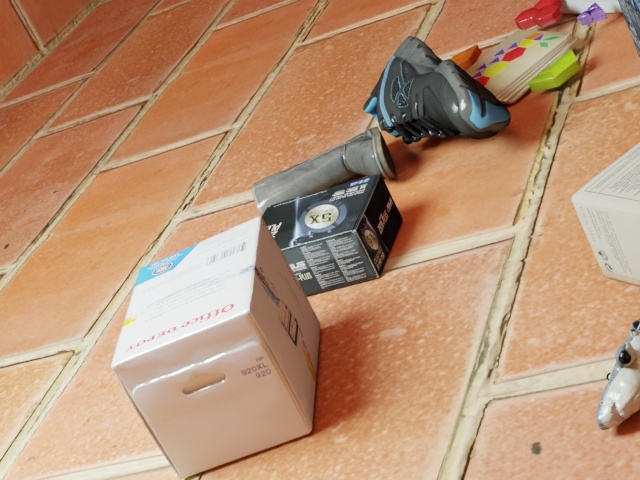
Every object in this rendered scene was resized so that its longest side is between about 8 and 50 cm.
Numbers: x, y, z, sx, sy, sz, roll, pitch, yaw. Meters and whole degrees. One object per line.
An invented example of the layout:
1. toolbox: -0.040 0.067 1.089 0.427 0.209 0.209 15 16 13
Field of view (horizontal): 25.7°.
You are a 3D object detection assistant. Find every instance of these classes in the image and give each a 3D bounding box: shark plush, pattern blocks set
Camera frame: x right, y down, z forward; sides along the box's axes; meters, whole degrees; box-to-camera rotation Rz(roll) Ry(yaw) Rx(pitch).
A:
1. shark plush: 0.288 0.114 1.330 0.067 0.073 0.161 -50 16 30
2. pattern blocks set: 0.292 -0.264 2.132 0.324 0.026 0.285 -35 25 -9

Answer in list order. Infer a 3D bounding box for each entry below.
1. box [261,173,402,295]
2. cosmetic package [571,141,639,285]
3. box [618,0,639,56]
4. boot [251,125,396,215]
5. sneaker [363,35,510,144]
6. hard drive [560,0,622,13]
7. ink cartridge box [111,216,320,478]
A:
1. box: 0.000 0.000 1.842 0.180 0.078 0.147 -15 27 26
2. cosmetic package: 0.417 -0.022 1.394 0.160 0.113 0.309 -36 25 -19
3. box: 0.445 -0.301 1.857 0.059 0.183 0.233 -25 22 7
4. boot: 0.002 -0.093 2.040 0.208 0.076 0.189 -19 9 1
5. sneaker: 0.162 -0.185 1.998 0.140 0.125 0.341 -49 20 5
6. hard drive: 0.526 -0.420 2.201 0.203 0.040 0.307 -38 26 -23
7. ink cartridge box: -0.112 0.119 1.596 0.171 0.168 0.233 -22 23 13
